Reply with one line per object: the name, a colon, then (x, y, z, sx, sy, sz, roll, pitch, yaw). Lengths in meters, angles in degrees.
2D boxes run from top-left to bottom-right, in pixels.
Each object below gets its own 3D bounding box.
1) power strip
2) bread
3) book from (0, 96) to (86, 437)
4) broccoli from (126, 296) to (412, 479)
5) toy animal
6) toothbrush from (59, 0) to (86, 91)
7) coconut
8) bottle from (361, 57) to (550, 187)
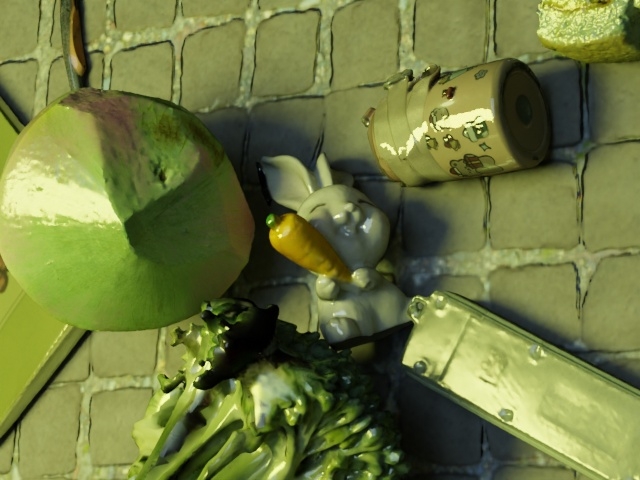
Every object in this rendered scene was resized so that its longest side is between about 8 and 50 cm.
power strip: (0.175, 0.120, 1.417, 0.272, 0.052, 0.078, 27, 94, 34)
bread: (0.244, -0.207, 1.420, 0.110, 0.103, 0.156, 23, 98, 41)
book: (-0.344, 0.000, 1.804, 0.239, 0.035, 0.352, -51, 57, 15)
broccoli: (-0.081, 0.168, 1.444, 0.263, 0.247, 0.243, 25, 57, 39)
toy animal: (0.000, 0.000, 1.519, 0.127, 0.131, 0.181, -35, 71, 63)
toothbrush: (-0.240, -0.195, 1.790, 0.031, 0.023, 0.321, -23, 67, 20)
coconut: (-0.171, -0.029, 1.564, 0.205, 0.236, 0.236, -33, 60, -1)
bottle: (0.101, -0.092, 1.495, 0.152, 0.099, 0.098, -9, 73, 36)
